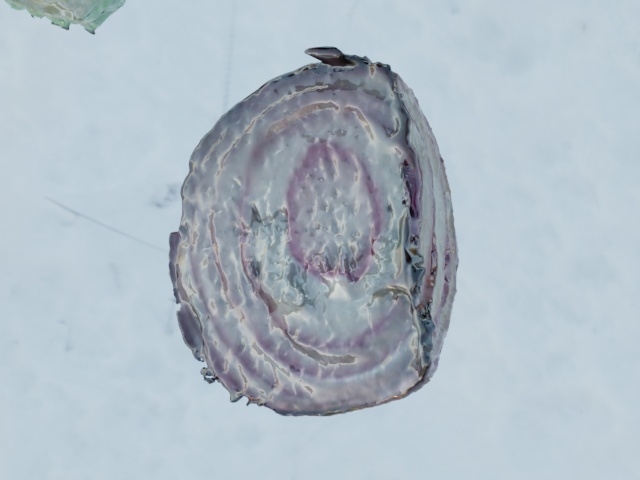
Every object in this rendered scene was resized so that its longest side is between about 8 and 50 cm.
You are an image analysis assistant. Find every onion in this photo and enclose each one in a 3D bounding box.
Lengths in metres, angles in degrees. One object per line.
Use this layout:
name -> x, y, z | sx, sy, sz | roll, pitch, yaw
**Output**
onion -> 0.000, 0.000, 1.193 | 0.280, 0.146, 0.314 | -11, 81, 34

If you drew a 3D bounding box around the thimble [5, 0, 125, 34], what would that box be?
thimble -> -0.309, -0.329, 1.451 | 0.219, 0.219, 0.150 | 18, 87, 13
